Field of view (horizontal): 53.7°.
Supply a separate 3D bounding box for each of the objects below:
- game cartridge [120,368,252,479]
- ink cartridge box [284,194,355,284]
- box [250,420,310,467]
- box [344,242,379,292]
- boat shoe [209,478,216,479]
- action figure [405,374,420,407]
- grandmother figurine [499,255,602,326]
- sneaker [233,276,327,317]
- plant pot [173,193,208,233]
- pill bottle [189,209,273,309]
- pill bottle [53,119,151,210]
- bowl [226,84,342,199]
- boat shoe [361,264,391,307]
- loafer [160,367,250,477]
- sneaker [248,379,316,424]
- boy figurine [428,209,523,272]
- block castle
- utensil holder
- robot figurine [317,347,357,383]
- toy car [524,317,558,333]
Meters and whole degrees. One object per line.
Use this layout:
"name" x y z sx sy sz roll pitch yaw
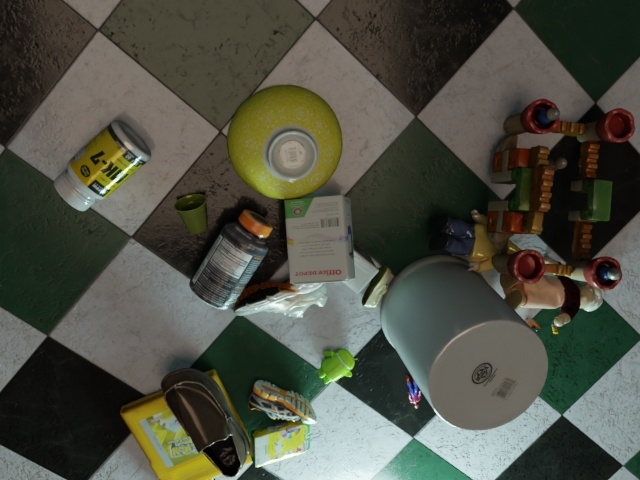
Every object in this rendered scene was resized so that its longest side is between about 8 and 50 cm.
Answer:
"game cartridge" -0.369 0.553 1.808 0.285 0.053 0.324 -22 111 -2
"ink cartridge box" 0.000 0.000 1.589 0.154 0.093 0.212 -5 87 16
"box" -0.114 0.587 1.853 0.179 0.043 0.105 -7 110 -23
"box" 0.083 0.065 1.683 0.102 0.101 0.087 39 100 -20
"boat shoe" -0.362 0.759 1.885 0.133 0.049 0.042 -37 104 0
"action figure" 0.281 0.456 1.904 0.038 0.030 0.115 -17 114 -9
"grandmother figurine" 0.666 0.145 1.799 0.342 0.104 0.208 9 74 -26
"sneaker" -0.100 0.168 1.694 0.262 0.099 0.121 -17 116 -3
"plant pot" -0.316 -0.061 1.582 0.083 0.083 0.079 -13 123 -5
"pill bottle" -0.219 0.043 1.605 0.130 0.130 0.246 30 102 -19
"pill bottle" -0.510 -0.172 1.479 0.208 0.119 0.119 -40 112 6
"bowl" -0.077 -0.219 1.521 0.289 0.156 0.289 -3 111 -9
"boat shoe" 0.162 0.129 1.753 0.045 0.050 0.135 20 115 -20
"loafer" -0.296 0.495 1.704 0.134 0.130 0.366 -32 114 3
"sneaker" -0.109 0.478 1.816 0.215 0.084 0.083 29 106 -9
"boy figurine" 0.434 0.005 1.718 0.285 0.092 0.177 14 67 -26
"block castle" 0.612 -0.113 1.592 0.303 0.213 0.453 5 90 -11
"utensil holder" 0.359 0.255 1.651 0.327 0.385 0.327 -3 110 -9
"robot figurine" 0.047 0.356 1.802 0.115 0.067 0.101 -38 107 4
"toy car" 0.654 0.258 1.905 0.122 0.060 0.040 13 63 -32
